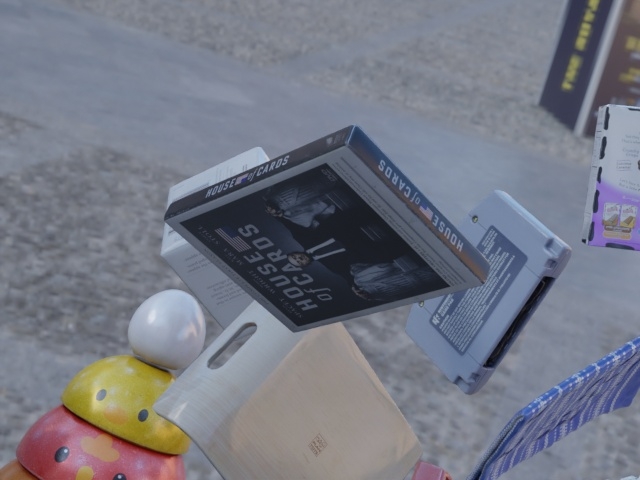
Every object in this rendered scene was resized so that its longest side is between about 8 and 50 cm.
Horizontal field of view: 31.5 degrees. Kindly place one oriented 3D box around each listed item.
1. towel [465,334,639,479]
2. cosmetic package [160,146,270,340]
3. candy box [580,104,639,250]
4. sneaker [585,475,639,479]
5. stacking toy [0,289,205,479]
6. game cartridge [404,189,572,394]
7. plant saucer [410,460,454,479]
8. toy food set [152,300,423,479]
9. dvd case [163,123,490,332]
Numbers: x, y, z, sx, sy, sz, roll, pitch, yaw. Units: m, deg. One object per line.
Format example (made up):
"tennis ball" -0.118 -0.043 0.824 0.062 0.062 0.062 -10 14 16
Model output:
"towel" 0.374 0.237 1.634 0.336 0.243 0.040 -24 63 -29
"cosmetic package" -0.101 0.006 1.537 0.183 0.151 0.151 54 21 -35
"candy box" 0.458 -0.082 1.565 0.165 0.196 0.070 7 5 4
"sneaker" 0.261 0.256 0.968 0.129 0.297 0.111 42 33 8
"stacking toy" -0.313 0.294 1.720 0.351 0.479 0.350 22 -3 1
"game cartridge" 0.264 0.077 1.858 0.062 0.297 0.198 14 25 -40
"plant saucer" 0.236 0.521 1.900 0.259 0.048 0.258 52 25 -8
"toy food set" -0.028 0.226 1.300 0.220 0.306 0.092 -46 26 -26
"dvd case" 0.000 0.000 0.976 0.179 0.239 0.029 43 50 -26
